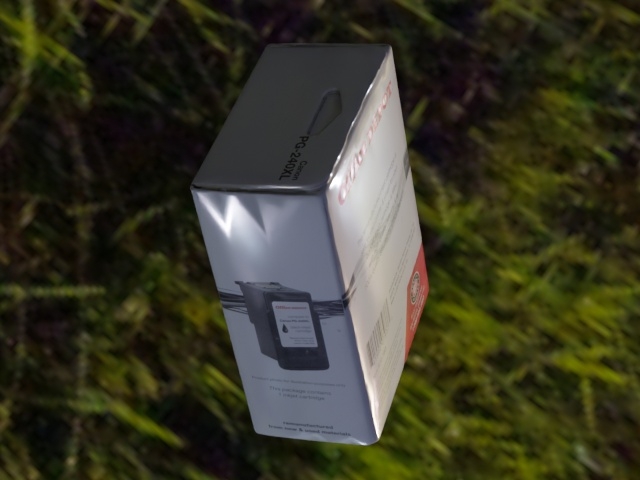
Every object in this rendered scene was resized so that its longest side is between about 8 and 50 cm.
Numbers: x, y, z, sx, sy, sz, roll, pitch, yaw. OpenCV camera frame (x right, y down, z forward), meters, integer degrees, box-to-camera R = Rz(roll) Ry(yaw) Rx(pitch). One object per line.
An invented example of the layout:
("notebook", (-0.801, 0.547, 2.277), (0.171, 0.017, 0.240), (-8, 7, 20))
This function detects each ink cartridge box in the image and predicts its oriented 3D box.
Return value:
("ink cartridge box", (0.000, 0.000, 0.831), (0.109, 0.063, 0.150), (-66, 153, -46))
